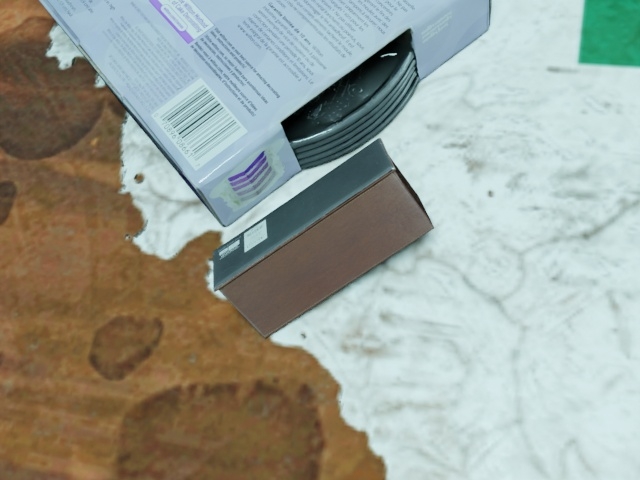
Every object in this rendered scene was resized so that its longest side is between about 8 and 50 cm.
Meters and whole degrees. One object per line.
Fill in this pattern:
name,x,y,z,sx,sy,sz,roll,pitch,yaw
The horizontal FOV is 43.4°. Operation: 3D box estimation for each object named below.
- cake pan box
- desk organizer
cake pan box,-0.047,-0.173,0.582,0.246,0.070,0.267,-40,64,-6
desk organizer,0.000,0.000,0.496,0.130,0.050,0.047,-34,28,11
